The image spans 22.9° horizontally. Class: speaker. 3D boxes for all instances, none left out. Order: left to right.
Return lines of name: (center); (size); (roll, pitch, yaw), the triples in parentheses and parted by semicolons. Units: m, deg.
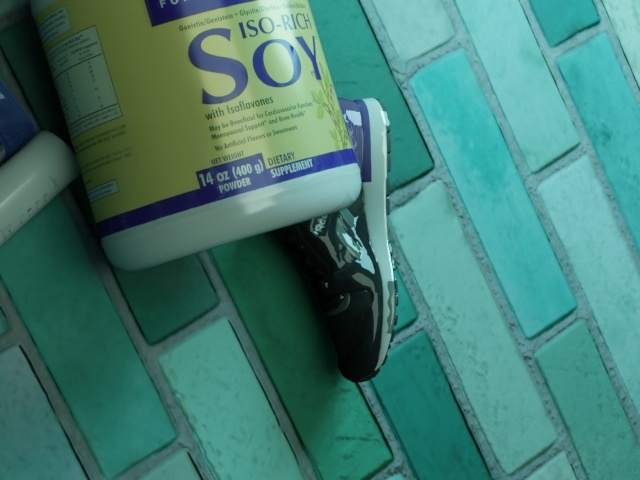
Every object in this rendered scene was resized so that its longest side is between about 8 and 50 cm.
speaker: (-0.276, -0.037, 1.403); (0.136, 0.055, 0.055); (-47, 109, -26)

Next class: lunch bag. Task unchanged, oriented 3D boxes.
lunch bag: (-0.307, -0.109, 1.383); (0.065, 0.067, 0.098); (-44, 105, -28)

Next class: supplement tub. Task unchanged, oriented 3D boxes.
supplement tub: (-0.118, -0.158, 1.399); (0.241, 0.241, 0.331); (-18, 91, -32)

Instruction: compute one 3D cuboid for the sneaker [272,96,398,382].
sneaker: (0.000, 0.000, 1.560); (0.124, 0.107, 0.283); (0, 81, -17)
